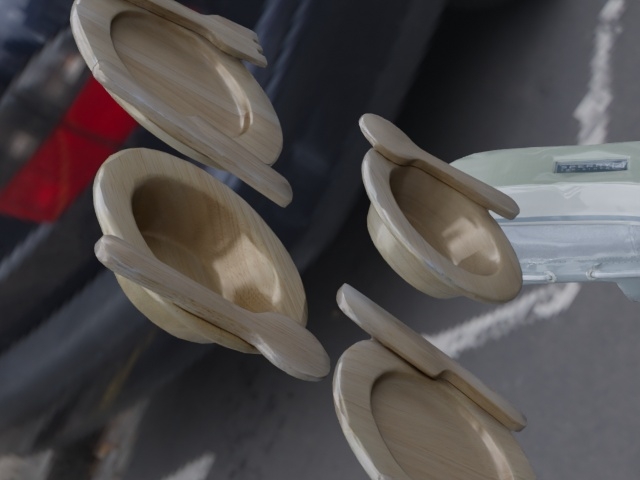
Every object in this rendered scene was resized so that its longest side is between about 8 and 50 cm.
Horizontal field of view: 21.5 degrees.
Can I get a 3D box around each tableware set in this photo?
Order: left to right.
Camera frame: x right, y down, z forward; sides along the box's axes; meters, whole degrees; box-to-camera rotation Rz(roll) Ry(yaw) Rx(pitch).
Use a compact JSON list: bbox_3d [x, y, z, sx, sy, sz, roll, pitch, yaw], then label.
[{"bbox_3d":[0.000,0.000,0.403,0.020,0.141,0.169,-46,27,25],"label":"tableware set"}]

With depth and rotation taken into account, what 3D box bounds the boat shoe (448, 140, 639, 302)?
[{"bbox_3d":[0.179,-0.006,0.948,0.227,0.081,0.079,1,28,17],"label":"boat shoe"}]
